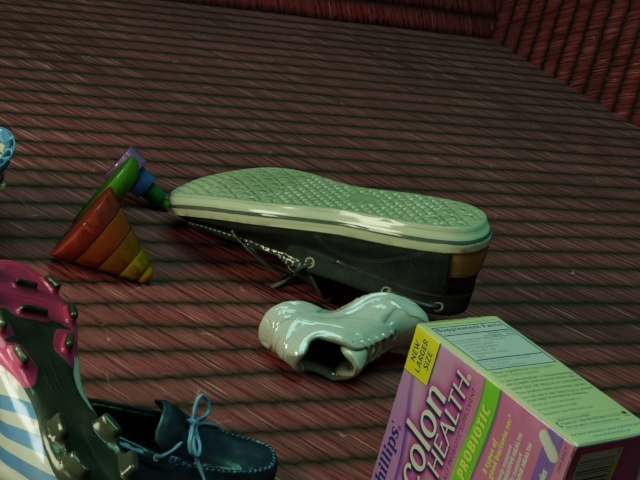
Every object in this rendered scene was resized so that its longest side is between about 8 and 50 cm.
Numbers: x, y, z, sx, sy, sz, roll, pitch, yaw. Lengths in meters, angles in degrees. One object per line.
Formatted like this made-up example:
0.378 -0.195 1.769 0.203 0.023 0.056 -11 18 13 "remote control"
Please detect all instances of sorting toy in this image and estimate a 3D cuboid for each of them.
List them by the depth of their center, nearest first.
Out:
-0.270 -0.029 1.944 0.126 0.127 0.365 42 16 -11 "sorting toy"

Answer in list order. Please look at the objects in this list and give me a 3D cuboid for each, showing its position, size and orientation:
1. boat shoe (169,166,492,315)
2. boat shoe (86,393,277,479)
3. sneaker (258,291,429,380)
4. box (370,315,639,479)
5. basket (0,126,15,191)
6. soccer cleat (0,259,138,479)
0.000 0.000 1.942 0.500 0.156 0.187 12 24 25 "boat shoe"
-0.165 0.209 1.397 0.258 0.089 0.109 7 23 -17 "boat shoe"
0.044 0.134 1.740 0.232 0.090 0.115 -6 35 -24 "sneaker"
0.186 0.228 1.401 0.117 0.213 0.243 -2 27 -37 "box"
-0.497 -0.140 1.770 0.201 0.288 0.254 13 23 -5 "basket"
-0.282 0.160 1.306 0.116 0.143 0.331 12 33 -40 "soccer cleat"
